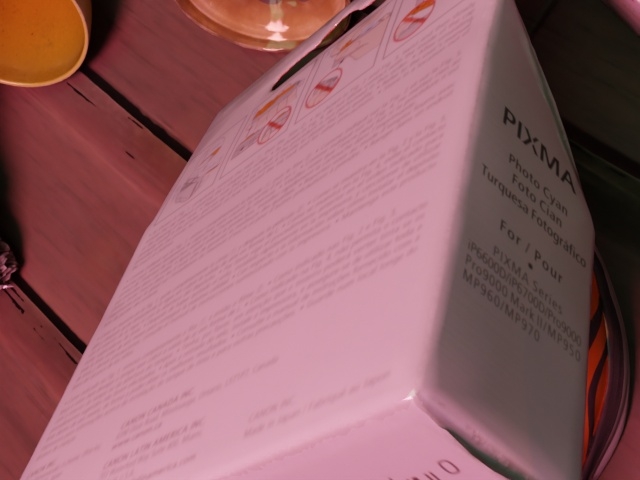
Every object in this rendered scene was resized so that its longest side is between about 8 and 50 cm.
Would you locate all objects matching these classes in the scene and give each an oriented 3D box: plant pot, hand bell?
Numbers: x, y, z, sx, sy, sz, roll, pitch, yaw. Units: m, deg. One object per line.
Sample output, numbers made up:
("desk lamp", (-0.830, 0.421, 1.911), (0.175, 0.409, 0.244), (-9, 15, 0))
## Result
("plant pot", (-0.242, -0.206, 0.807), (0.134, 0.134, 0.095), (-16, 45, 26))
("hand bell", (-0.022, -0.271, 0.719), (0.126, 0.126, 0.242), (-3, 64, 29))

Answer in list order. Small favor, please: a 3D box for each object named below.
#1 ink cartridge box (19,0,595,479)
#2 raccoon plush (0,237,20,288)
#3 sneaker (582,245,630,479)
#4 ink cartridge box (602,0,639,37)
("ink cartridge box", (0.000, 0.000, 0.539), (0.308, 0.091, 0.385), (-31, 28, 40))
("raccoon plush", (-0.361, -0.122, 0.698), (0.216, 0.446, 0.299), (-32, 66, -26))
("sneaker", (0.073, 0.116, 0.513), (0.124, 0.180, 0.321), (3, 80, 30))
("ink cartridge box", (0.190, -0.163, 0.532), (0.090, 0.143, 0.092), (-42, 63, 15))
